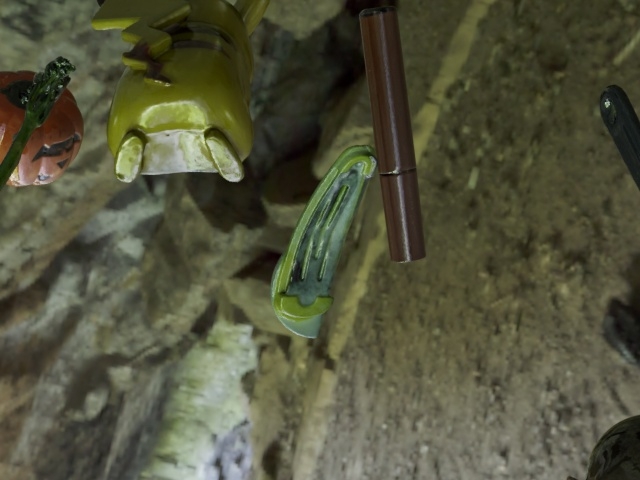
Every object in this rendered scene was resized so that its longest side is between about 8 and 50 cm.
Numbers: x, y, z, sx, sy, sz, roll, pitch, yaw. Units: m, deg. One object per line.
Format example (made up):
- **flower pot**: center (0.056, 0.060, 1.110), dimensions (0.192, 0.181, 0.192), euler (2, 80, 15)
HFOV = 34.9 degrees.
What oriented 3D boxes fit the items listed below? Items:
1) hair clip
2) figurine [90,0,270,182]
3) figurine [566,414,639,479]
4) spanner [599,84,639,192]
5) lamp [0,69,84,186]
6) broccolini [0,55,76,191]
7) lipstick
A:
- **hair clip**: center (0.000, 0.000, 0.864), dimensions (0.033, 0.060, 0.188), euler (50, 127, 48)
- **figurine**: center (-0.167, -0.201, 1.187), dimensions (0.326, 0.218, 0.169), euler (-93, 6, -55)
- **figurine**: center (0.287, 0.250, 0.872), dimensions (0.158, 0.161, 0.275), euler (17, -89, -79)
- **spanner**: center (0.192, 0.008, 0.533), dimensions (0.046, 0.012, 0.208), euler (101, 151, -66)
- **lamp**: center (-0.469, -0.169, 1.597), dimensions (0.187, 0.188, 0.164), euler (-84, 16, -50)
- **broccolini**: center (-0.372, -0.130, 1.238), dimensions (0.071, 0.058, 0.254), euler (84, -157, -51)
- **lipstick**: center (0.102, -0.147, 1.433), dimensions (0.057, 0.057, 0.356), euler (-116, 18, -80)
